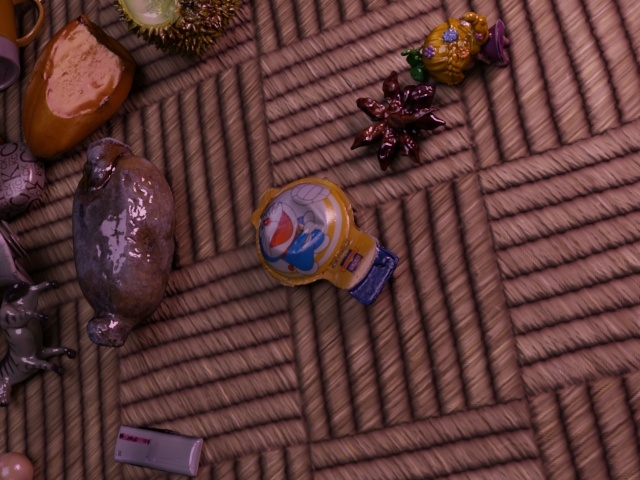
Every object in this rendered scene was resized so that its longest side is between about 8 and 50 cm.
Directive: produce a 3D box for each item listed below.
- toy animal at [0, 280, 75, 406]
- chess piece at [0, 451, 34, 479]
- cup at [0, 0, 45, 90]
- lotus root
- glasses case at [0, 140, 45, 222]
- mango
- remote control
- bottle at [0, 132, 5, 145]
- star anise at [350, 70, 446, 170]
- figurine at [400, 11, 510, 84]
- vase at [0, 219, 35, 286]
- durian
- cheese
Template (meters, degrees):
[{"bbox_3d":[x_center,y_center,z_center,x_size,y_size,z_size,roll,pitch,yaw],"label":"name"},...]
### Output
[{"bbox_3d":[-0.521,0.178,1.549,0.175,0.073,0.217,-3,102,16],"label":"toy animal"},{"bbox_3d":[-0.548,0.437,1.499,0.094,0.094,0.170,37,85,31],"label":"chess piece"},{"bbox_3d":[-0.674,-0.432,1.798,0.241,0.185,0.226,-14,70,-11],"label":"cup"},{"bbox_3d":[-0.323,0.007,1.474,0.175,0.175,0.350,-10,74,25],"label":"lotus root"},{"bbox_3d":[-0.681,-0.084,1.724,0.354,0.085,0.137,-19,65,21],"label":"glasses case"},{"bbox_3d":[-0.462,-0.272,1.645,0.257,0.138,0.187,-45,76,11],"label":"mango"},{"bbox_3d":[-0.259,0.330,1.408,0.166,0.029,0.065,2,76,28],"label":"remote control"},{"bbox_3d":[-0.692,-0.236,1.791,0.187,0.069,0.069,43,96,29],"label":"bottle"},{"bbox_3d":[0.116,-0.183,1.362,0.167,0.057,0.168,-14,66,34],"label":"star anise"},{"bbox_3d":[0.192,-0.291,1.323,0.156,0.115,0.095,-4,62,28],"label":"figurine"},{"bbox_3d":[-0.727,0.108,1.540,0.445,0.250,0.250,-32,59,-13],"label":"vase"},{"bbox_3d":[-0.240,-0.433,1.555,0.200,0.176,0.237,7,72,39],"label":"durian"},{"bbox_3d":[0.000,0.000,1.354,0.270,0.069,0.177,32,90,31],"label":"cheese"}]
